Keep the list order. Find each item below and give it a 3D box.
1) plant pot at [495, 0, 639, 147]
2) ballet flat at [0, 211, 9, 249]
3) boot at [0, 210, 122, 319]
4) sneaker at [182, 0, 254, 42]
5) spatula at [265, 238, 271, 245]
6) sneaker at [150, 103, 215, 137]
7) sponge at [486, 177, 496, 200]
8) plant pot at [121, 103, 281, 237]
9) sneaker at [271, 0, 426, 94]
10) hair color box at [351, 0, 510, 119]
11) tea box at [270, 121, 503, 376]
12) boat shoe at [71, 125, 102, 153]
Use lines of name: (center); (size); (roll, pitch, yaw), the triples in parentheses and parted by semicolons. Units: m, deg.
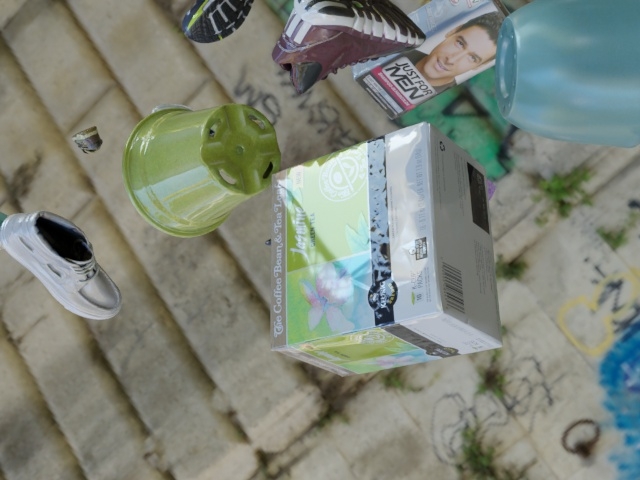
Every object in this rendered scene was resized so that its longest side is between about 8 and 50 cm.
plant pot: (0.446, -0.310, 1.710); (0.293, 0.235, 0.293); (178, 90, -88)
ballet flat: (-0.695, -0.006, 1.622); (0.147, 0.147, 0.409); (54, -162, 19)
boot: (-0.413, 0.046, 1.595); (0.258, 0.123, 0.095); (43, -122, -31)
sneaker: (-0.181, -0.500, 1.796); (0.121, 0.300, 0.111); (23, 160, 23)
spatula: (0.000, 0.000, 2.526); (0.084, 0.296, 0.030); (-80, -11, -66)
sneaker: (-0.326, -0.288, 2.458); (0.262, 0.099, 0.121); (25, 180, 6)
sponge: (0.308, -0.093, 2.005); (0.031, 0.117, 0.210); (25, 179, 30)
plant pot: (-0.218, -0.159, 1.901); (0.276, 0.254, 0.276); (7, -102, -35)
sneaker: (0.028, -0.290, 1.425); (0.281, 0.162, 0.106); (0, -133, -49)
hair color box: (0.277, -0.462, 2.294); (0.185, 0.374, 0.114); (38, -146, -44)
tea box: (0.103, 0.027, 1.592); (0.220, 0.323, 0.329); (28, -127, -48)
boat shoe: (-0.479, -0.202, 1.959); (0.152, 0.056, 0.049); (-169, 58, -76)
